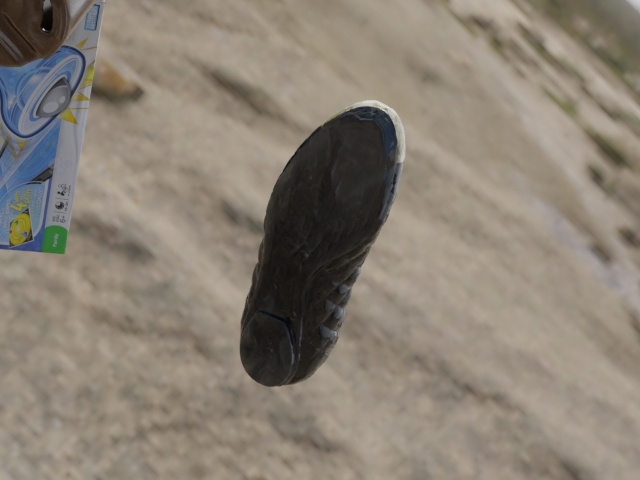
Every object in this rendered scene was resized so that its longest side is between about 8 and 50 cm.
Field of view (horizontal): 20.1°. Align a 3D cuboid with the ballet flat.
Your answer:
[{"bbox_3d":[0.000,0.000,0.902,0.057,0.173,0.049,31,33,12],"label":"ballet flat"}]

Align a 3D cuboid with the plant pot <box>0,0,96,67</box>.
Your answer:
[{"bbox_3d":[-0.167,-0.198,1.020,0.167,0.167,0.165,41,51,-20],"label":"plant pot"}]

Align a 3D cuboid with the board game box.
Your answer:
[{"bbox_3d":[-0.233,-0.090,1.262,0.136,0.201,0.035,4,28,-15],"label":"board game box"}]
